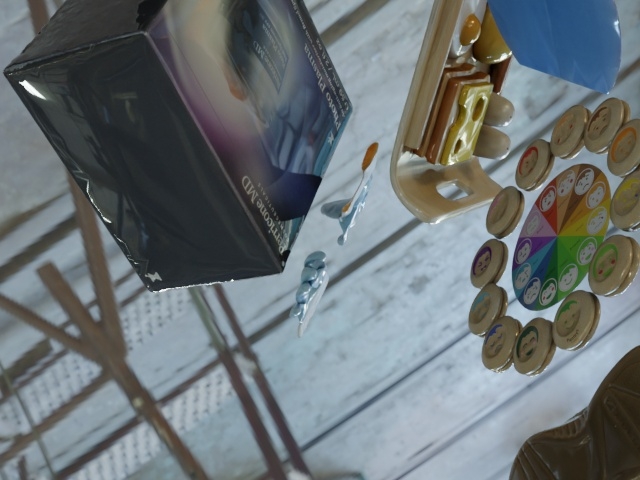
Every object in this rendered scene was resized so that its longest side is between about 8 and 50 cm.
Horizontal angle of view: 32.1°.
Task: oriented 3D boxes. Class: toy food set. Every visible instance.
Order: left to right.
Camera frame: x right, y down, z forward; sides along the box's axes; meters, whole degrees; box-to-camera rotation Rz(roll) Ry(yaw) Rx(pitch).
[{"bbox_3d":[0.180,-0.173,1.083,0.219,0.092,0.306,-19,128,-59],"label":"toy food set"}]

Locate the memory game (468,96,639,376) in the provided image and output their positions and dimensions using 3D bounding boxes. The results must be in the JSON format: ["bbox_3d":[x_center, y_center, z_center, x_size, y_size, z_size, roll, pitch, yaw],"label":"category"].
[{"bbox_3d":[0.145,-0.004,0.690,0.012,0.186,0.186,22,125,-18],"label":"memory game"}]

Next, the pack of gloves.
[{"bbox_3d":[0.000,0.000,1.226,0.195,0.046,0.232,-63,175,-9],"label":"pack of gloves"}]

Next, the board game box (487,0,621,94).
[{"bbox_3d":[0.180,-0.187,0.831,0.033,0.168,0.133,-28,119,-15],"label":"board game box"}]

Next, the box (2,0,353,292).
[{"bbox_3d":[-0.125,-0.154,1.168,0.182,0.294,0.296,-8,128,28],"label":"box"}]

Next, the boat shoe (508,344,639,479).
[{"bbox_3d":[0.240,0.169,0.875,0.089,0.105,0.285,-12,152,-29],"label":"boat shoe"}]
